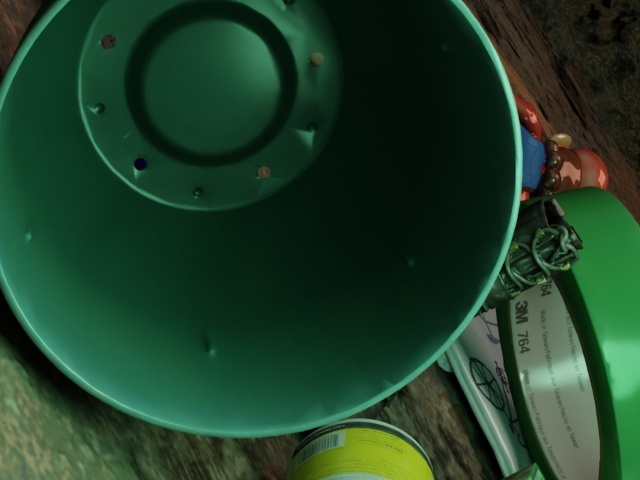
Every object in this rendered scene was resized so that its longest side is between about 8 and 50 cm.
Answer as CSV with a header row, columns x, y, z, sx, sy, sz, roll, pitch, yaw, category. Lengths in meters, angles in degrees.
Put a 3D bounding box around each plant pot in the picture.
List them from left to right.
x,y,z,sx,sy,sz,roll,pitch,yaw,category
-0.054,-0.064,1.008,0.293,0.293,0.235,54,3,-22,plant pot

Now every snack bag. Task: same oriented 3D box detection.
x,y,z,sx,sy,sz,roll,pitch,yaw,category
0.184,0.133,1.772,0.342,0.037,0.323,64,18,15,snack bag

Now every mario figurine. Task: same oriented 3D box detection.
x,y,z,sx,sy,sz,roll,pitch,yaw,category
0.203,-0.082,2.026,0.320,0.198,0.170,29,12,-41,mario figurine

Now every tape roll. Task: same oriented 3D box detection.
x,y,z,sx,sy,sz,roll,pitch,yaw,category
0.240,0.115,1.511,0.321,0.077,0.321,168,-90,-80,tape roll

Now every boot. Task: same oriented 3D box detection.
x,y,z,sx,sy,sz,roll,pitch,yaw,category
0.096,0.048,1.315,0.091,0.229,0.263,57,17,-11,boot

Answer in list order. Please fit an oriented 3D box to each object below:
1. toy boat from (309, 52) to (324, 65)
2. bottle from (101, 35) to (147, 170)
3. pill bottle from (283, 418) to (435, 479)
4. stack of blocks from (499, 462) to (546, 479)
x,y,z,sx,sy,sz,roll,pitch,yaw,category
0.038,-0.285,1.838,0.151,0.151,0.231,35,30,-56,toy boat
-0.137,-0.177,1.248,0.118,0.092,0.283,27,37,-63,bottle
0.022,0.199,1.065,0.103,0.103,0.184,54,18,-20,pill bottle
0.210,0.341,1.408,0.297,0.087,0.171,60,16,-2,stack of blocks
